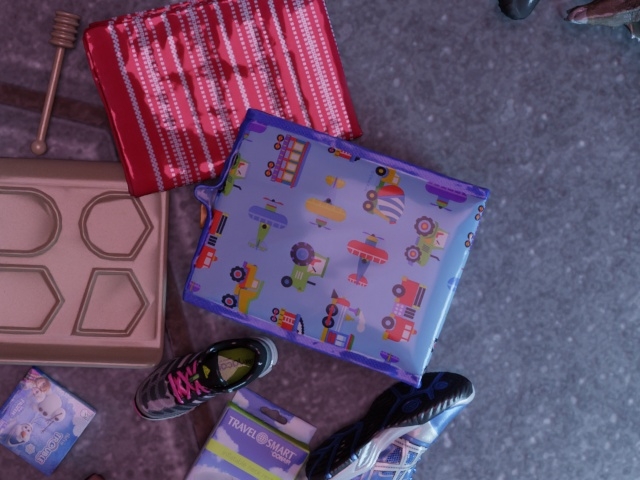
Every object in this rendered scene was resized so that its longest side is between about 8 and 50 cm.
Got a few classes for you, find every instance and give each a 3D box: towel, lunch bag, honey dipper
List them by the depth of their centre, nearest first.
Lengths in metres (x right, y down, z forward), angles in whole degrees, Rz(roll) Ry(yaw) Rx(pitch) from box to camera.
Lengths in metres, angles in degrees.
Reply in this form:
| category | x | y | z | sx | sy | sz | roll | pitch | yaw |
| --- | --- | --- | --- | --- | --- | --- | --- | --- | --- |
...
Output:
| category | x | y | z | sx | sy | sz | roll | pitch | yaw |
| --- | --- | --- | --- | --- | --- | --- | --- | --- | --- |
| lunch bag | 0.000 | 0.000 | 1.283 | 0.293 | 0.138 | 0.221 | 20 | 91 | -6 |
| towel | -0.107 | -0.174 | 1.314 | 0.274 | 0.031 | 0.199 | -16 | 93 | -10 |
| honey dipper | -0.296 | -0.173 | 1.321 | 0.030 | 0.030 | 0.161 | 12 | 95 | -4 |

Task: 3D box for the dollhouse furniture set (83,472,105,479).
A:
| category | x | y | z | sx | sy | sz | roll | pitch | yaw |
| --- | --- | --- | --- | --- | --- | --- | --- | --- | --- |
| dollhouse furniture set | -0.288 | 0.375 | 1.170 | 0.201 | 0.374 | 0.152 | -36 | 89 | 0 |

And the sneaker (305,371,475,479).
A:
| category | x | y | z | sx | sy | sz | roll | pitch | yaw |
| --- | --- | --- | --- | --- | --- | --- | --- | --- | --- |
| sneaker | 0.086 | 0.225 | 1.341 | 0.211 | 0.080 | 0.081 | -34 | 114 | 0 |

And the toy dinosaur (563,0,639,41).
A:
| category | x | y | z | sx | sy | sz | roll | pitch | yaw |
| --- | --- | --- | --- | --- | --- | --- | --- | --- | --- |
| toy dinosaur | 0.433 | -0.226 | 1.308 | 0.313 | 0.160 | 0.121 | 20 | 110 | -16 |

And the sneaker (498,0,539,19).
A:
| category | x | y | z | sx | sy | sz | roll | pitch | yaw |
| --- | --- | --- | --- | --- | --- | --- | --- | --- | --- |
| sneaker | 0.298 | -0.360 | 1.313 | 0.130 | 0.109 | 0.286 | 31 | 91 | -9 |

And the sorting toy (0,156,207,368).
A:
| category | x | y | z | sx | sy | sz | roll | pitch | yaw |
| --- | --- | --- | --- | --- | --- | --- | --- | --- | --- |
| sorting toy | -0.229 | 0.026 | 1.329 | 0.307 | 0.041 | 0.229 | 2 | 88 | -4 |

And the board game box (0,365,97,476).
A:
| category | x | y | z | sx | sy | sz | roll | pitch | yaw |
| --- | --- | --- | --- | --- | --- | --- | --- | --- | --- |
| board game box | -0.313 | 0.202 | 1.335 | 0.090 | 0.020 | 0.090 | 36 | 89 | -5 |

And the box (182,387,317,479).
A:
| category | x | y | z | sx | sy | sz | roll | pitch | yaw |
| --- | --- | --- | --- | --- | --- | --- | --- | --- | --- |
| box | -0.091 | 0.267 | 1.340 | 0.109 | 0.042 | 0.178 | 30 | 91 | -4 |

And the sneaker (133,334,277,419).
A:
| category | x | y | z | sx | sy | sz | roll | pitch | yaw |
| --- | --- | --- | --- | --- | --- | --- | --- | --- | --- |
| sneaker | -0.129 | 0.148 | 1.312 | 0.170 | 0.075 | 0.063 | -21 | 81 | -4 |
